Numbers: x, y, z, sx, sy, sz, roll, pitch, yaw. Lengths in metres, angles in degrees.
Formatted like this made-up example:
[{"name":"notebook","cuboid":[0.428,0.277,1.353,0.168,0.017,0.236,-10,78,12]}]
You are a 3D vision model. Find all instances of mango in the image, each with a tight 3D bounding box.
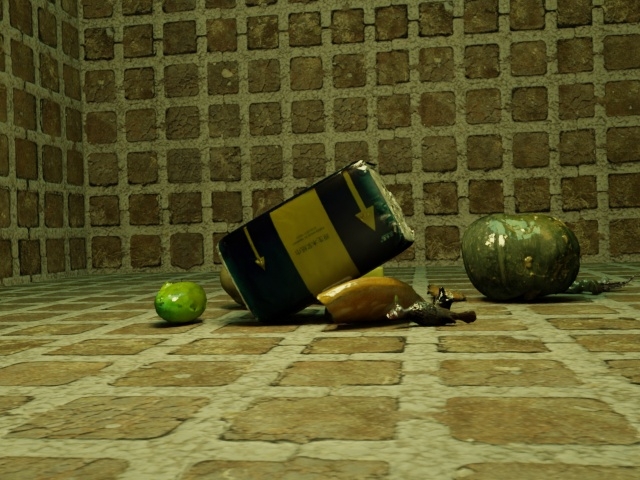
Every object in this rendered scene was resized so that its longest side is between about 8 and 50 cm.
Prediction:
[{"name":"mango","cuboid":[-0.347,0.155,1.685,0.119,0.100,0.178,6,7,13]}]

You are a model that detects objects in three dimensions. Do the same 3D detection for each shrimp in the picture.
[{"name":"shrimp","cuboid":[0.369,0.160,2.060,0.091,0.043,0.184,6,4,-24]}]

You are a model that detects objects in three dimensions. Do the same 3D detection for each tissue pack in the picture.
[{"name":"tissue pack","cuboid":[0.000,0.000,1.670,0.416,0.253,0.264,-31,-3,10]}]

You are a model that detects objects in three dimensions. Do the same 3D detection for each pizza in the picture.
[{"name":"pizza","cuboid":[0.108,0.135,1.549,0.271,0.056,0.134,-8,-39,-25]}]

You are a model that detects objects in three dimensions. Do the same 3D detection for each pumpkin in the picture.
[{"name":"pumpkin","cuboid":[0.573,0.045,1.957,0.328,0.257,0.291,-9,-13,11]}]

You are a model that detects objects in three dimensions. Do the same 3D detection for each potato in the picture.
[{"name":"potato","cuboid":[-0.179,0.121,1.997,0.235,0.160,0.178,15,27,-38]}]

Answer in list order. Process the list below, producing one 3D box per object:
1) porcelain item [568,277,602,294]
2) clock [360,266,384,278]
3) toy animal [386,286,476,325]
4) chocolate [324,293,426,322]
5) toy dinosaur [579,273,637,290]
[{"name":"porcelain item","cuboid":[0.773,0.137,2.138,0.084,0.054,0.213,-4,3,-34]},{"name":"clock","cuboid":[0.116,0.135,2.302,0.143,0.096,0.202,-5,1,-22]},{"name":"toy animal","cuboid":[0.235,0.157,1.515,0.202,0.070,0.105,0,24,-22]},{"name":"chocolate","cuboid":[0.137,0.149,1.691,0.254,0.080,0.157,-2,1,-10]},{"name":"toy dinosaur","cuboid":[0.901,0.138,2.160,0.209,0.039,0.082,-12,4,1]}]
